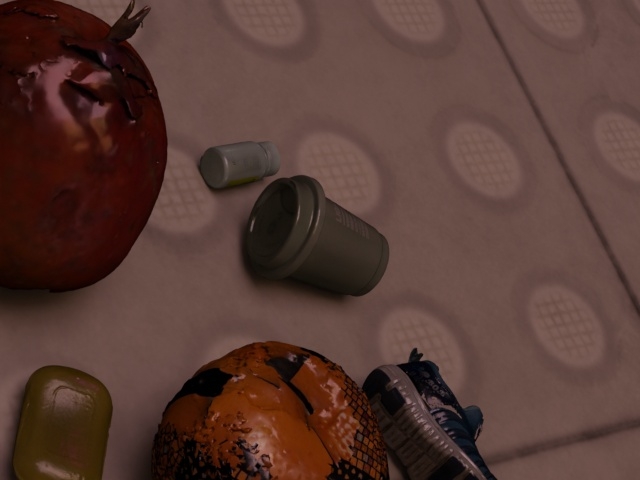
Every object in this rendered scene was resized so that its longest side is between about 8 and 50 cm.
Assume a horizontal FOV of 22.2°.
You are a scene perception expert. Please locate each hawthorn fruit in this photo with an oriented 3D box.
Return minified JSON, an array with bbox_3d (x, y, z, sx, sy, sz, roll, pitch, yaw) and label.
[{"bbox_3d":[-0.258,-0.115,1.538,0.276,0.307,0.276,28,32,-19],"label":"hawthorn fruit"}]

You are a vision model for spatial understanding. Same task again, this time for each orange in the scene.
[{"bbox_3d":[-0.045,0.210,1.535,0.234,0.182,0.234,26,36,-21],"label":"orange"}]

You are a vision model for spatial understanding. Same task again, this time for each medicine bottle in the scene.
[{"bbox_3d":[-0.088,-0.086,1.811,0.083,0.047,0.047,-11,67,-41],"label":"medicine bottle"}]

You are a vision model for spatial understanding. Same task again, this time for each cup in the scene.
[{"bbox_3d":[0.000,0.000,1.773,0.141,0.120,0.120,21,48,-35],"label":"cup"}]

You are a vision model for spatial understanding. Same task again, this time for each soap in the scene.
[{"bbox_3d":[-0.239,0.180,1.511,0.089,0.045,0.140,24,47,-23],"label":"soap"}]

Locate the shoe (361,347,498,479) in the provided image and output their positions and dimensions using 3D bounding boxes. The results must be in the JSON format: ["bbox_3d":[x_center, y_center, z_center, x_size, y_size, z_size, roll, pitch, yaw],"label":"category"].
[{"bbox_3d":[0.135,0.208,1.727,0.106,0.091,0.207,-23,71,-38],"label":"shoe"}]
